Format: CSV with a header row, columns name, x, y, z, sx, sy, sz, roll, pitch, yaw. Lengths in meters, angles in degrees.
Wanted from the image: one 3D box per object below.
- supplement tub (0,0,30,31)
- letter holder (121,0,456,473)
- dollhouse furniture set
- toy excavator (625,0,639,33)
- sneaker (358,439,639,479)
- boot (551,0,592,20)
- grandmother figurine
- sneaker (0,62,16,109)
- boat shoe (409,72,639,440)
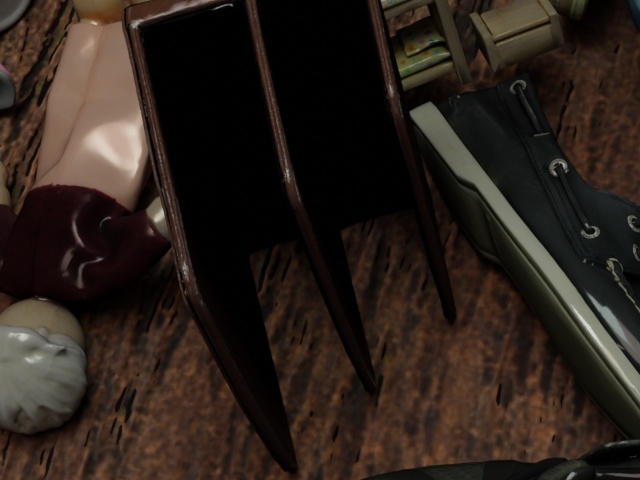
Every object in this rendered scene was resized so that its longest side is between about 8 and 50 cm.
name,x,y,z,sx,sy,sz,roll,pitch,yaw
supplement tub,-0.289,-0.220,1.419,0.107,0.071,0.071,38,76,25
letter holder,0.000,0.000,1.113,0.152,0.302,0.214,-15,61,4
dollhouse furniture set,0.059,-0.187,1.282,0.182,0.101,0.161,-21,36,0
toy excavator,0.247,-0.256,1.094,0.433,0.445,0.222,-15,74,5
sneaker,0.123,0.185,1.011,0.483,0.202,0.185,-13,59,31
boot,0.133,-0.260,1.326,0.165,0.077,0.213,7,57,-4
grandmother figurine,-0.171,-0.023,1.284,0.208,0.104,0.342,-3,62,41
sneaker,-0.342,-0.053,1.284,0.131,0.112,0.319,16,50,15
boat shoe,0.182,0.006,1.171,0.113,0.127,0.340,-29,46,-5
